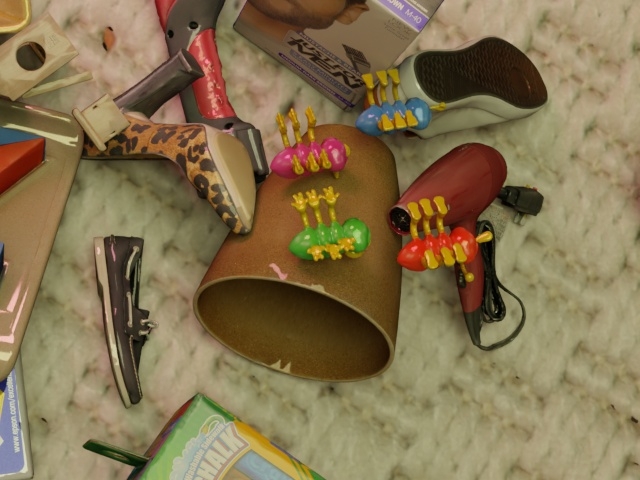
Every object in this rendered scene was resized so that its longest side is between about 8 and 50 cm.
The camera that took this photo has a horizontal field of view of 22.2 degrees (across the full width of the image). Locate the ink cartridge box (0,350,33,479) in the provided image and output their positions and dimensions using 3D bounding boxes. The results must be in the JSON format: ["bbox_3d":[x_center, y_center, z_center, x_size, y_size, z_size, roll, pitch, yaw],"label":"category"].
[{"bbox_3d":[-0.491,0.137,1.833,0.307,0.072,0.303,-6,80,-11],"label":"ink cartridge box"}]

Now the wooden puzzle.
[{"bbox_3d":[-0.455,-0.038,1.810,0.322,0.080,0.348,14,58,-4],"label":"wooden puzzle"}]

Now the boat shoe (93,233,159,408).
[{"bbox_3d":[-0.220,0.091,1.898,0.065,0.075,0.206,-8,76,-11],"label":"boat shoe"}]

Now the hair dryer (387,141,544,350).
[{"bbox_3d":[0.182,-0.004,1.931,0.293,0.080,0.223,26,67,-45],"label":"hair dryer"}]

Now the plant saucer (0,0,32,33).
[{"bbox_3d":[-0.524,-0.381,1.914,0.333,0.081,0.333,-7,84,-11],"label":"plant saucer"}]

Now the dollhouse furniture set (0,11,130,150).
[{"bbox_3d":[-0.310,-0.165,1.890,0.101,0.182,0.161,-37,99,-6],"label":"dollhouse furniture set"}]

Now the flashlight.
[{"bbox_3d":[-0.131,-0.213,1.968,0.103,0.103,0.304,-13,80,-18],"label":"flashlight"}]

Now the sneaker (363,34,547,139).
[{"bbox_3d":[0.162,-0.184,2.012,0.290,0.123,0.106,-4,71,-48],"label":"sneaker"}]

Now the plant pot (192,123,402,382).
[{"bbox_3d":[0.000,0.000,1.908,0.237,0.237,0.254,21,60,-8],"label":"plant pot"}]

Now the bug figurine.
[{"bbox_3d":[0.059,-0.058,1.790,0.216,0.072,0.279,-8,55,-10],"label":"bug figurine"}]

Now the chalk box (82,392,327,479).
[{"bbox_3d":[-0.131,0.292,1.821,0.289,0.180,0.179,37,73,-5],"label":"chalk box"}]

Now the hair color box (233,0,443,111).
[{"bbox_3d":[0.024,-0.280,1.891,0.185,0.339,0.110,36,73,-4],"label":"hair color box"}]

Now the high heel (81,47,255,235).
[{"bbox_3d":[-0.179,-0.073,1.885,0.186,0.093,0.261,-36,59,18],"label":"high heel"}]
